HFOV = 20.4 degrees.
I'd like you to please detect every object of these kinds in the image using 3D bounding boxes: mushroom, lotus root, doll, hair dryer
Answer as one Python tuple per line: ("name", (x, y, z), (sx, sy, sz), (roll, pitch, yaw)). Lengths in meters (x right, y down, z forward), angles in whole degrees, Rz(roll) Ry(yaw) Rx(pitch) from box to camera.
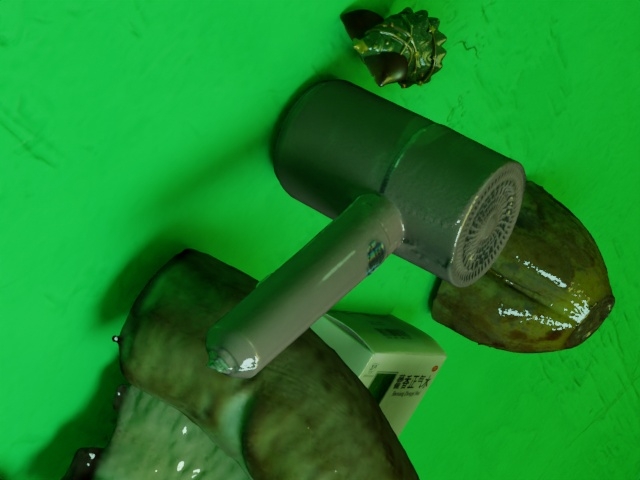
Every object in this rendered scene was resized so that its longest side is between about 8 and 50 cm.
("mushroom", (-0.010, 0.219, 1.624), (0.313, 0.397, 0.224), (-68, 166, 18))
("lotus root", (0.256, 0.057, 2.164), (0.199, 0.180, 0.188), (-37, 154, -33))
("doll", (0.072, -0.183, 1.629), (0.077, 0.078, 0.113), (-31, 167, 13))
("hair dryer", (0.000, 0.000, 1.559), (0.352, 0.210, 0.125), (-40, 148, -38))

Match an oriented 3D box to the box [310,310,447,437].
("box", (0.032, 0.169, 2.014), (0.168, 0.095, 0.212), (-61, 155, 10))

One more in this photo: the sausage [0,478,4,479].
("sausage", (-0.309, 0.242, 1.497), (0.105, 0.105, 0.274), (-53, 156, -1))
